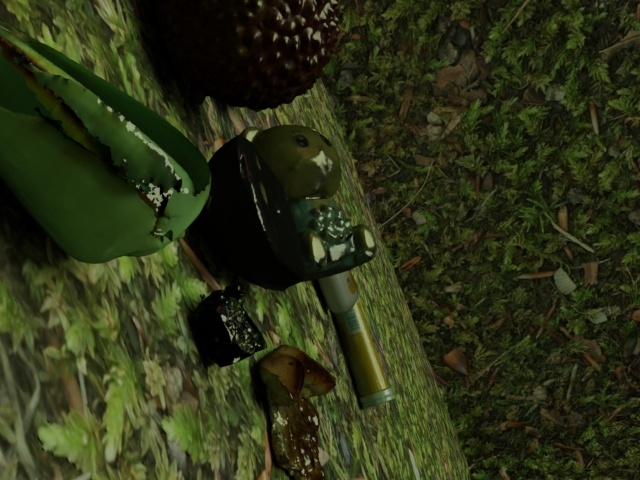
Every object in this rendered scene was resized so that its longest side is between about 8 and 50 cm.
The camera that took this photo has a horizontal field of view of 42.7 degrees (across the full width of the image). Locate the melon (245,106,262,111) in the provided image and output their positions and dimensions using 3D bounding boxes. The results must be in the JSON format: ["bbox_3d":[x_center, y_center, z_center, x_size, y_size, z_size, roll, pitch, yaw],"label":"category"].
[{"bbox_3d":[-0.127,-0.344,1.458,0.323,0.124,0.196,-74,151,-71],"label":"melon"}]

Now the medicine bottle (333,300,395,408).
[{"bbox_3d":[0.088,0.238,1.713,0.074,0.074,0.218,25,46,-77],"label":"medicine bottle"}]

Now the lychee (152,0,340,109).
[{"bbox_3d":[-0.105,-0.322,1.149,0.276,0.304,0.275,34,17,-12],"label":"lychee"}]

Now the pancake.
[{"bbox_3d":[-0.029,0.219,1.138,0.257,0.056,0.212,-94,163,-56],"label":"pancake"}]

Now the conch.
[{"bbox_3d":[-0.179,-0.071,0.608,0.250,0.137,0.143,58,17,-53],"label":"conch"}]

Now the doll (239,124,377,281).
[{"bbox_3d":[-0.032,-0.066,1.333,0.177,0.161,0.260,-9,79,-40],"label":"doll"}]

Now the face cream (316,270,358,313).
[{"bbox_3d":[0.000,0.000,1.665,0.144,0.071,0.291,-76,145,-73],"label":"face cream"}]

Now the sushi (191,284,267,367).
[{"bbox_3d":[-0.110,0.097,0.934,0.083,0.056,0.084,-18,91,-73],"label":"sushi"}]

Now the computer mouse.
[{"bbox_3d":[-0.098,-0.026,1.086,0.269,0.100,0.170,54,22,-73],"label":"computer mouse"}]
